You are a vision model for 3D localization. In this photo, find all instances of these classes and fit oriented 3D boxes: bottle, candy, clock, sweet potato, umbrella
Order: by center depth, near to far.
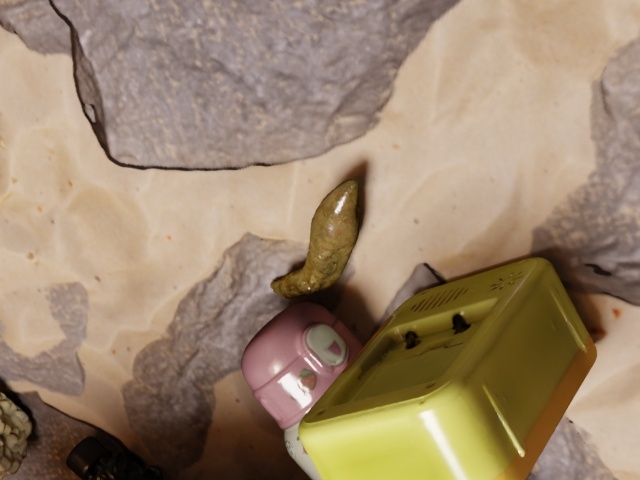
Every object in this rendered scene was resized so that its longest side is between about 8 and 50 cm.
[{"bbox_3d":[0.090,0.103,0.911,0.143,0.202,0.096,-22,104,38],"label":"clock"},{"bbox_3d":[0.003,0.006,1.012,0.041,0.038,0.153,57,141,21],"label":"sweet potato"},{"bbox_3d":[0.037,0.149,1.029,0.233,0.110,0.110,49,129,-4],"label":"bottle"},{"bbox_3d":[-0.141,0.263,1.232,0.224,0.080,0.071,37,165,11],"label":"umbrella"},{"bbox_3d":[-0.335,0.189,1.285,0.110,0.085,0.095,-27,112,34],"label":"candy"}]
